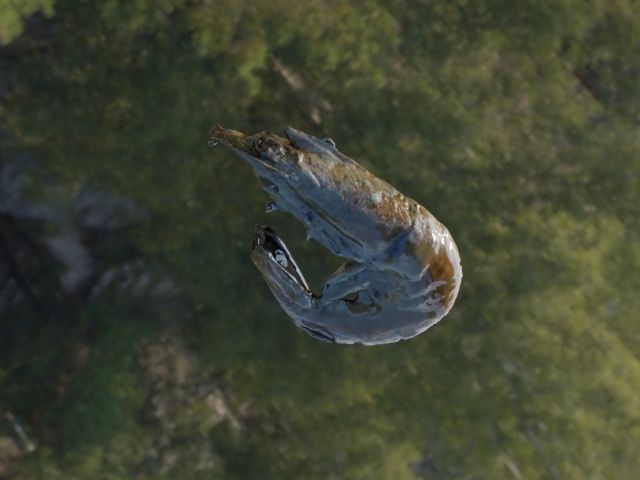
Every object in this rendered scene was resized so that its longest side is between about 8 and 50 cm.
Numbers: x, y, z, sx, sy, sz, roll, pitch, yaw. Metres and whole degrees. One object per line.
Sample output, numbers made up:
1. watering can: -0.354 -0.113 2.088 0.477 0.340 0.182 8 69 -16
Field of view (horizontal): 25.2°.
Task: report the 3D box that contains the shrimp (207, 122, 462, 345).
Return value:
1. shrimp: 0.000 0.000 0.985 0.126 0.223 0.047 -46 -155 17
